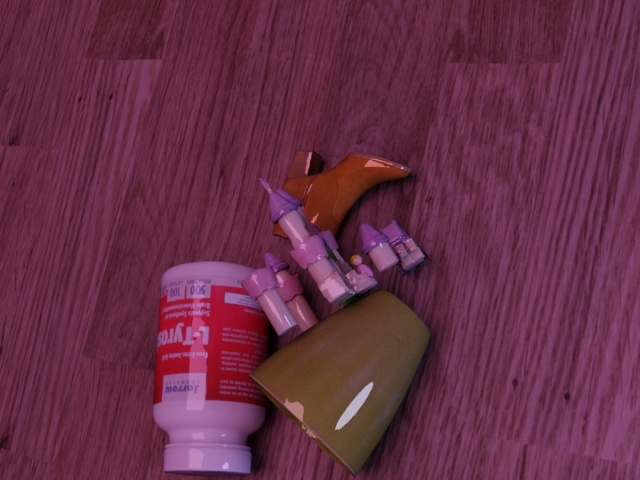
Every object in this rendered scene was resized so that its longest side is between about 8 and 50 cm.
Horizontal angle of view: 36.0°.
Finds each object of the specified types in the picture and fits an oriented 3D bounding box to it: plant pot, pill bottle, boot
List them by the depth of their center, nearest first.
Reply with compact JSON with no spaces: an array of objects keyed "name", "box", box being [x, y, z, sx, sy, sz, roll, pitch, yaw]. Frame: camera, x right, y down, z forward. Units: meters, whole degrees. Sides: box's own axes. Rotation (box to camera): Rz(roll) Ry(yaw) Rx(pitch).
[{"name":"plant pot","box":[0.062,0.241,1.856,0.274,0.275,0.293,37,78,31]},{"name":"pill bottle","box":[-0.220,0.264,1.990,0.229,0.229,0.408,-8,70,25]},{"name":"boot","box":[0.042,-0.075,2.053,0.295,0.104,0.211,8,83,32]}]

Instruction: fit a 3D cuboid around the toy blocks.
[{"name":"toy blocks","box":[0.000,0.000,1.890,0.309,0.288,0.260,-33,78,6]}]
